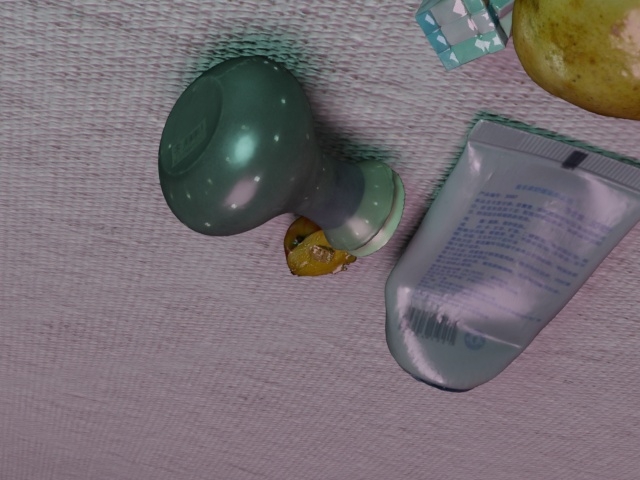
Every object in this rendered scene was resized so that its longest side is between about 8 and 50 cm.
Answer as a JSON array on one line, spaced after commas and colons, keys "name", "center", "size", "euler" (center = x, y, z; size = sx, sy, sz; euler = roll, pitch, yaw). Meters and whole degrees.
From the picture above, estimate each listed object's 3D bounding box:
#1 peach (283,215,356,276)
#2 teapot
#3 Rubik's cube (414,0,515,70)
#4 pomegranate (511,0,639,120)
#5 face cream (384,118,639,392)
[{"name": "peach", "center": [-0.001, 0.000, 1.113], "size": [0.098, 0.061, 0.098], "euler": [-13, 146, -9]}, {"name": "teapot", "center": [-0.032, -0.070, 0.940], "size": [0.250, 0.184, 0.183], "euler": [23, 144, -37]}, {"name": "Rubik's cube", "center": [0.133, -0.199, 0.797], "size": [0.084, 0.073, 0.075], "euler": [-3, 127, 24]}, {"name": "pomegranate", "center": [0.254, -0.178, 0.706], "size": [0.196, 0.196, 0.196], "euler": [6, 145, 4]}, {"name": "face cream", "center": [0.204, 0.041, 1.098], "size": [0.234, 0.137, 0.420], "euler": [17, 136, -10]}]
